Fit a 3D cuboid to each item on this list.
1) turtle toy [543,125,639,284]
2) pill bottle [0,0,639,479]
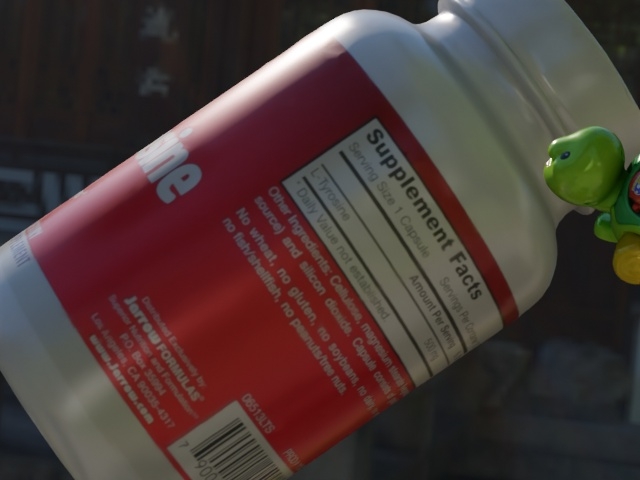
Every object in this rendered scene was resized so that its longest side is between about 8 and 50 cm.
[{"bbox_3d":[0.182,-0.025,0.922,0.130,0.066,0.095,7,33,14],"label":"turtle toy"},{"bbox_3d":[0.000,0.000,1.128,0.407,0.229,0.229,-35,6,-3],"label":"pill bottle"}]
